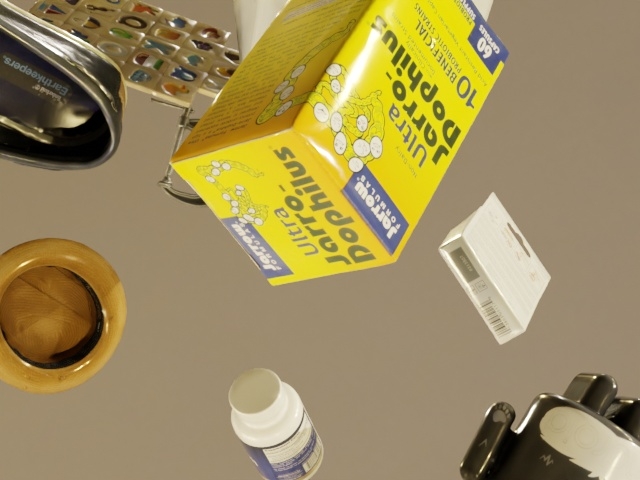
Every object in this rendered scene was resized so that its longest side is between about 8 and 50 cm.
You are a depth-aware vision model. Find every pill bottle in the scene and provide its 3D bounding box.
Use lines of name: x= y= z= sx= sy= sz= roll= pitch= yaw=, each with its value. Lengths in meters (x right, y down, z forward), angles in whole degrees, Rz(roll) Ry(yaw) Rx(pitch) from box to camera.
pill bottle: x=-0.061 y=0.239 z=1.733 sx=0.094 sy=0.169 sz=0.094 roll=-9 pitch=-131 yaw=11

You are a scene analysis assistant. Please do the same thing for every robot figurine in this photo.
robot figurine: x=0.301 y=0.300 z=1.669 sx=0.209 sy=0.173 sz=0.278 roll=27 pitch=-100 yaw=33

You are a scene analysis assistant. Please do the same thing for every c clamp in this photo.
c clamp: x=-0.195 y=-0.125 z=1.965 sx=0.137 sy=0.022 sz=0.161 roll=8 pitch=-110 yaw=-1

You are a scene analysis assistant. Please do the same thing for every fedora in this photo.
fedora: x=-0.322 y=0.081 z=1.558 sx=0.194 sy=0.194 sz=0.079 roll=-37 pitch=-150 yaw=-19

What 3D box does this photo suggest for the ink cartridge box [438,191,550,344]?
ink cartridge box: x=0.290 y=0.041 z=2.211 sx=0.066 sy=0.189 sz=0.232 roll=-32 pitch=-173 yaw=23

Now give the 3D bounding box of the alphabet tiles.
alphabet tiles: x=-0.274 y=-0.299 z=2.044 sx=0.342 sy=0.011 sz=0.285 roll=19 pitch=-150 yaw=-2

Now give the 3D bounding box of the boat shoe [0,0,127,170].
boat shoe: x=-0.431 y=-0.207 z=1.480 sx=0.187 sy=0.500 sz=0.156 roll=-56 pitch=-147 yaw=19

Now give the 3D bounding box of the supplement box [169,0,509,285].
supplement box: x=0.031 y=-0.150 z=1.500 sx=0.195 sy=0.194 sz=0.356 roll=-12 pitch=-143 yaw=44

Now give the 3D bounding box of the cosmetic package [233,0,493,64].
cosmetic package: x=0.058 y=-0.433 z=1.916 sx=0.329 sy=0.394 sz=0.327 roll=1 pitch=-129 yaw=-12
